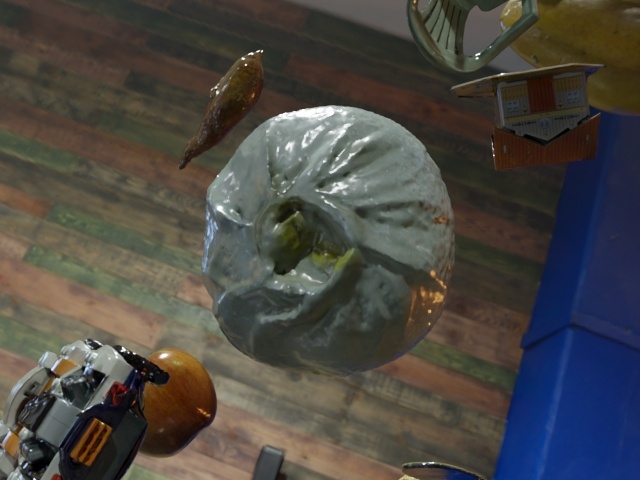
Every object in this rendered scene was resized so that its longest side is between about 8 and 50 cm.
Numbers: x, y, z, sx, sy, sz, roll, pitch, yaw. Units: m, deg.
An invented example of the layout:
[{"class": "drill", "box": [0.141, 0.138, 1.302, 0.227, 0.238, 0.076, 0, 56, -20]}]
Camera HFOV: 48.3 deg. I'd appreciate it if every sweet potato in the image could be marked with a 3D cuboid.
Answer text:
[{"class": "sweet potato", "box": [-0.146, -0.195, 1.083, 0.068, 0.226, 0.068, 35, 4, -2]}]

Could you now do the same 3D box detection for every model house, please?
[{"class": "model house", "box": [0.316, -0.178, 1.091, 0.219, 0.136, 0.207, -8, 2, 10]}]

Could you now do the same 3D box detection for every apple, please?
[{"class": "apple", "box": [-0.284, 0.295, 1.285, 0.195, 0.196, 0.196, 18, -23, 8]}]

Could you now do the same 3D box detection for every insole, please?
[{"class": "insole", "box": [0.219, 0.346, 0.978, 0.118, 0.009, 0.348, -13, -34, 33]}]

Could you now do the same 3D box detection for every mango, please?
[{"class": "mango", "box": [0.599, -0.424, 1.513, 0.444, 0.302, 0.220, 12, -8, 8]}]

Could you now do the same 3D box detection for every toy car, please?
[{"class": "toy car", "box": [-0.261, 0.189, 0.753, 0.118, 0.193, 0.301, 36, -20, -18]}]

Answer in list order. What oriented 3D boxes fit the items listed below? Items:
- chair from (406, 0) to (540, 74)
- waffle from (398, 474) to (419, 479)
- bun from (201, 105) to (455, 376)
[{"class": "chair", "box": [0.252, -0.436, 1.198, 0.203, 0.275, 0.190, 35, -49, -27]}, {"class": "waffle", "box": [0.191, 0.417, 1.247, 0.152, 0.097, 0.023, -31, -98, 46]}, {"class": "bun", "box": [0.000, 0.000, 0.916, 0.361, 0.362, 0.211, 12, -2, 22]}]
